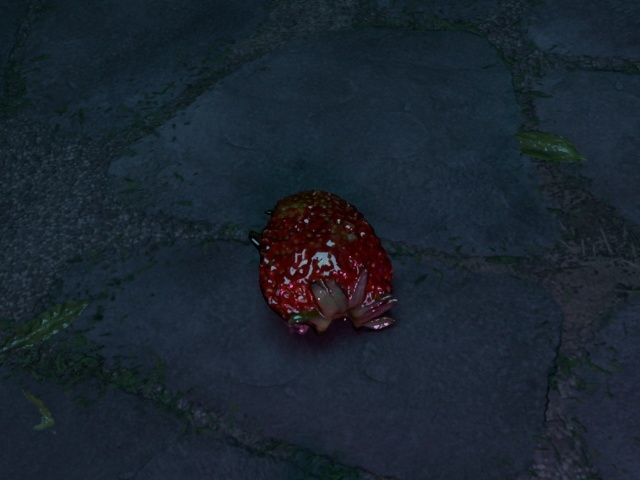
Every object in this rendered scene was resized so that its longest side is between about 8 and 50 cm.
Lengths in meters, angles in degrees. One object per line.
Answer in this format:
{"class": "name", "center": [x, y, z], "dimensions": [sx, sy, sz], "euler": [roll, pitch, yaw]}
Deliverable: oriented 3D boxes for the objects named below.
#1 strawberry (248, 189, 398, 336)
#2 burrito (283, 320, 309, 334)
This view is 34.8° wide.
{"class": "strawberry", "center": [0.000, 0.000, 1.657], "dimensions": [0.233, 0.138, 0.306], "euler": [-3, 52, -23]}
{"class": "burrito", "center": [-0.034, 0.080, 1.695], "dimensions": [0.058, 0.045, 0.188], "euler": [14, 46, -9]}
